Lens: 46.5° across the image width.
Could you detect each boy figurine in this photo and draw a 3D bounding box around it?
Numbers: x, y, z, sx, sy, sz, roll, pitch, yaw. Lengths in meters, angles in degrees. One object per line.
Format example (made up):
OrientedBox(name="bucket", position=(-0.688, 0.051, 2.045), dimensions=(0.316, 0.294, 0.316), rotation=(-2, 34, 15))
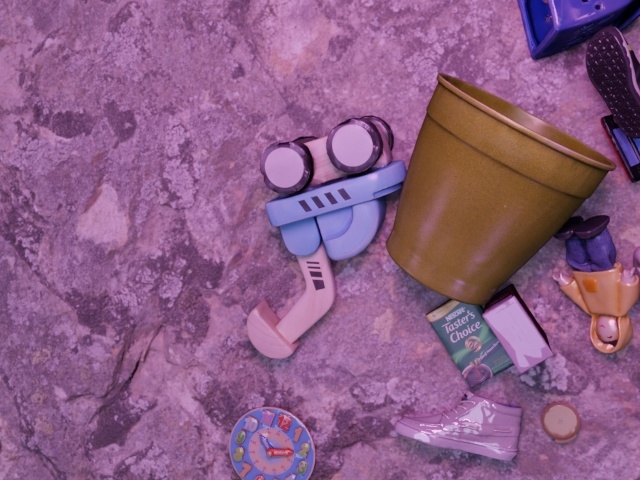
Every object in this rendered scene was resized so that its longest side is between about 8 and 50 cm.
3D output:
OrientedBox(name="boy figurine", position=(0.542, 0.091, 1.471), dimensions=(0.177, 0.092, 0.285), rotation=(1, 117, 49))

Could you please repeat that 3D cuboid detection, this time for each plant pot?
OrientedBox(name="plant pot", position=(0.308, -0.079, 1.438), dimensions=(0.366, 0.366, 0.353), rotation=(30, 110, 11))
OrientedBox(name="plant pot", position=(0.501, -0.502, 1.422), dimensions=(0.212, 0.236, 0.236), rotation=(-12, 89, 6))

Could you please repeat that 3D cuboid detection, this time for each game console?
OrientedBox(name="game console", position=(0.635, -0.200, 1.470), dimensions=(0.085, 0.124, 0.144), rotation=(-29, 84, 39))

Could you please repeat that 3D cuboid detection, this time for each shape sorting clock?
OrientedBox(name="shape sorting clock", position=(-0.111, 0.477, 1.686), dimensions=(0.206, 0.040, 0.206), rotation=(0, 91, 14))

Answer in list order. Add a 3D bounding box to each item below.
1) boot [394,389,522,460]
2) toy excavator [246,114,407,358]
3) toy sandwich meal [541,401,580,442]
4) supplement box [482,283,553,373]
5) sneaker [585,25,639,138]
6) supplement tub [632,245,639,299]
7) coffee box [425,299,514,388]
OrientedBox(name="boot", position=(0.292, 0.373, 1.570), dimensions=(0.258, 0.095, 0.123), rotation=(11, 88, 5))
OrientedBox(name="toy excavator", position=(0.000, 0.000, 1.576), dimensions=(0.433, 0.222, 0.445), rotation=(-16, 96, 15))
OrientedBox(name="toy sandwich meal", position=(0.499, 0.375, 1.544), dimensions=(0.085, 0.029, 0.086), rotation=(-1, 88, 17))
OrientedBox(name="supplement box", position=(0.383, 0.166, 1.457), dimensions=(0.073, 0.239, 0.130), rotation=(-34, 83, 13))
OrientedBox(name="sneaker", position=(0.581, -0.305, 1.422), dimensions=(0.084, 0.097, 0.235), rotation=(-6, 119, 49))
OrientedBox(name="supplement tub", position=(0.766, 0.078, 1.369), dimensions=(0.316, 0.228, 0.228), rotation=(-16, 88, 14))
OrientedBox(name="coffee box", position=(0.316, 0.206, 1.576), dimensions=(0.113, 0.040, 0.184), rotation=(-32, 84, 12))
